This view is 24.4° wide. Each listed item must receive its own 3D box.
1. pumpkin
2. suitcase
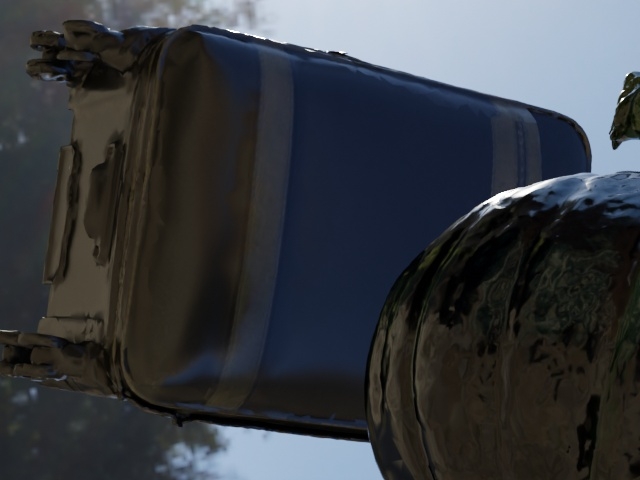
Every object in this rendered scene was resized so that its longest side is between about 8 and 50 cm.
[{"bbox_3d":[0.146,0.038,0.650,0.248,0.248,0.248,30,-55,57],"label":"pumpkin"},{"bbox_3d":[0.000,0.000,1.065,0.194,0.434,0.283,-4,-102,58],"label":"suitcase"}]
